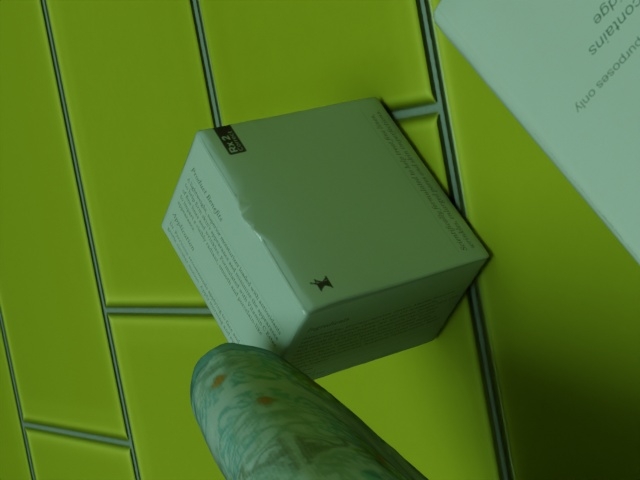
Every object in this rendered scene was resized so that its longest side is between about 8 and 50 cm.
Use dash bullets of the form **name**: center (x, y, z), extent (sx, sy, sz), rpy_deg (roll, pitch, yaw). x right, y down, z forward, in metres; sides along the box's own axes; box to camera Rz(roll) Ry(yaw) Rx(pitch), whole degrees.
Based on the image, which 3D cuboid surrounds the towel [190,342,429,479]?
- **towel**: center (0.087, 0.218, 0.870), extent (0.374, 0.090, 0.320), rpy_deg (39, 175, -16)

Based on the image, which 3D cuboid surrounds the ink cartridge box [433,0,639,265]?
- **ink cartridge box**: center (0.260, 0.007, 0.542), extent (0.160, 0.279, 0.384), rpy_deg (-48, 47, 19)

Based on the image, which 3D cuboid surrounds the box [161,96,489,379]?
- **box**: center (0.000, 0.000, 1.067), extent (0.181, 0.182, 0.119), rpy_deg (58, 143, 25)
